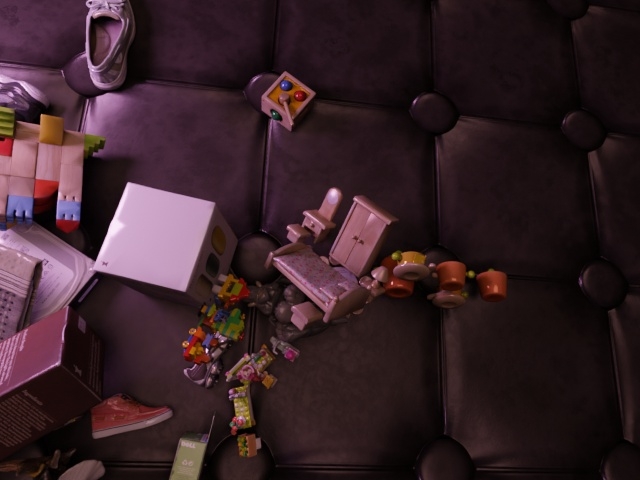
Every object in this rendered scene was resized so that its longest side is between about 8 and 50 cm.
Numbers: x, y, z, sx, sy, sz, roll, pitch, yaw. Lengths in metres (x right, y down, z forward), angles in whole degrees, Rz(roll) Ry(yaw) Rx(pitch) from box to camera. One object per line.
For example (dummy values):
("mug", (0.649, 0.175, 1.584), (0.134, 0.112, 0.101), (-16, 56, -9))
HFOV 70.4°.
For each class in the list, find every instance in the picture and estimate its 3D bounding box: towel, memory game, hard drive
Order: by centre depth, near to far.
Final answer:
("towel", (-0.784, 0.133, 1.003), (0.324, 0.056, 0.312), (21, 95, 6))
("hard drive", (-0.730, 0.067, 1.083), (0.339, 0.064, 0.237), (33, 73, 3))
("memory game", (0.049, 0.120, 1.206), (0.186, 0.012, 0.186), (2, 75, -7))

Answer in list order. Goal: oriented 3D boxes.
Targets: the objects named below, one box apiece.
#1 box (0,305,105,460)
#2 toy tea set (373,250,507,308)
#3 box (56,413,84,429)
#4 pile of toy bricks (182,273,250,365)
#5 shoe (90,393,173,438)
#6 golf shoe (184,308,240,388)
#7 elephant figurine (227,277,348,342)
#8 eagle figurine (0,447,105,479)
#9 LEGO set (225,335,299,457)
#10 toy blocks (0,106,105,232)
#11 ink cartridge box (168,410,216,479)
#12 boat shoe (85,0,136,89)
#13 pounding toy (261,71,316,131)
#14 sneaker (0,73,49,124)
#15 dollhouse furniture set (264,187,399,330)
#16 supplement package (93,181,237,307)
("box", (-0.635, 0.313, 0.891), (0.381, 0.191, 0.143), (-30, 125, -5))
("toy tea set", (0.309, 0.082, 1.171), (0.336, 0.200, 0.124), (15, 59, -15))
("box", (-0.596, 0.337, 1.030), (0.054, 0.059, 0.168), (-21, 79, -11))
("pile of toy bricks", (-0.218, 0.193, 1.027), (0.105, 0.118, 0.212), (18, 55, 7))
("shoe", (-0.434, 0.387, 1.037), (0.178, 0.063, 0.081), (-12, 82, -7))
("golf shoe", (-0.260, 0.249, 1.094), (0.094, 0.077, 0.198), (22, 72, -2))
("elephant figurine", (-0.091, 0.153, 1.118), (0.169, 0.239, 0.186), (-33, 108, -30))
("eagle figurine", (-0.548, 0.587, 0.910), (0.226, 0.225, 0.298), (-4, 65, -20))
("LEGO set", (-0.165, 0.353, 1.041), (0.132, 0.107, 0.287), (22, 86, 18))
("toy blocks", (-0.717, -0.141, 1.051), (0.382, 0.191, 0.260), (5, 67, -31))
("ink cartridge box", (-0.288, 0.487, 1.007), (0.062, 0.109, 0.209), (13, 74, -5))
("boat shoe", (-0.589, -0.579, 1.256), (0.118, 0.103, 0.320), (3, 75, -7))
("pounding toy", (-0.091, -0.382, 1.276), (0.130, 0.100, 0.141), (36, 73, 3))
("sneaker", (-0.855, -0.347, 1.155), (0.269, 0.101, 0.153), (14, 71, -7))
("dollhouse furniture set", (0.000, 0.000, 1.007), (0.303, 0.356, 0.173), (38, 117, 27))
("supplement package", (-0.330, 0.028, 1.033), (0.198, 0.262, 0.199), (13, 73, 4))
